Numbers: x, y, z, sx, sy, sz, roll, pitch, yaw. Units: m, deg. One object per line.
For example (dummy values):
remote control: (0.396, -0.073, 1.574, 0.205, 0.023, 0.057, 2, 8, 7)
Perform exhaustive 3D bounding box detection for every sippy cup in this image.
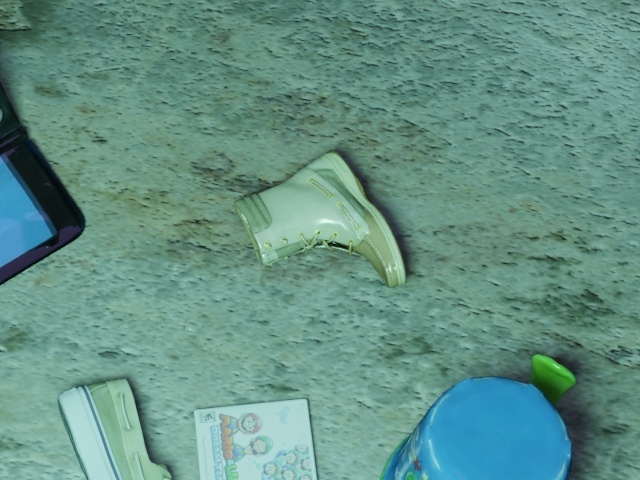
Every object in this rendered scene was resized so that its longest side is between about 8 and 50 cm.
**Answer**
sippy cup: (0.189, 0.274, 1.707, 0.240, 0.224, 0.305, 0, 58, -3)

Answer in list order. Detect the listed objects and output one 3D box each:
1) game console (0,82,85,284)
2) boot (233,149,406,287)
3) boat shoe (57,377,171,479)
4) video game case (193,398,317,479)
game console: (-0.487, -0.066, 1.860, 0.293, 0.250, 0.173, -33, 47, -16)
boot: (0.000, 0.000, 1.908, 0.165, 0.077, 0.213, -27, 66, -14)
boat shoe: (-0.223, 0.295, 1.755, 0.094, 0.109, 0.302, -21, 67, -14)
video game case: (-0.078, 0.278, 1.817, 0.143, 0.019, 0.157, -5, 67, -6)
